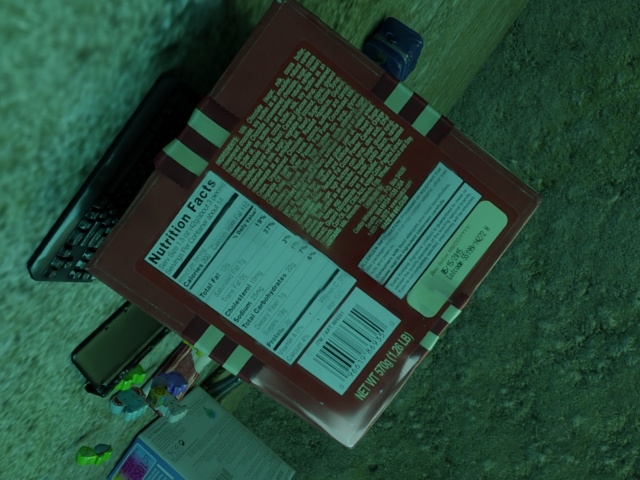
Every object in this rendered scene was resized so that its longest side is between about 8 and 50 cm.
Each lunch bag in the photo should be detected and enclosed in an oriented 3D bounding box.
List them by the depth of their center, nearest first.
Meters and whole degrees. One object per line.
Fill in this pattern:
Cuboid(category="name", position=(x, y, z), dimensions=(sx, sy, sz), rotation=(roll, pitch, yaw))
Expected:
Cuboid(category="lunch bag", position=(0.098, -0.259, 0.761), dimensions=(0.065, 0.067, 0.098), rotation=(-52, 172, -9))

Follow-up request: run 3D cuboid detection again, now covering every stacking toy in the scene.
Cuboid(category="stacking toy", position=(-0.265, 0.233, 0.827), dimensions=(0.221, 0.052, 0.167), rotation=(-14, 135, -60))

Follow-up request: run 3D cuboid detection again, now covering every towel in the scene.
Cuboid(category="towel", position=(-0.217, 0.197, 1.056), dimensions=(0.329, 0.037, 0.237), rotation=(-50, 171, -25))

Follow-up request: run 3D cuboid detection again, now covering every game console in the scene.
Cuboid(category="game console", position=(-0.237, 0.115, 0.636), dimensions=(0.107, 0.071, 0.122), rotation=(-13, -151, 52))

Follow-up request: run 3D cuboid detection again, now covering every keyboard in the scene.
Cuboid(category="keyboard", position=(-0.147, -0.041, 0.432), dimensions=(0.180, 0.023, 0.108), rotation=(-53, 173, 3))

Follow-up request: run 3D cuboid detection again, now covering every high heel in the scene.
Cuboid(category="high heel", position=(-0.280, 0.399, 1.537), dimensions=(0.186, 0.093, 0.261), rotation=(-34, -179, -3))

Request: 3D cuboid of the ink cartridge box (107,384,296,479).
Cuboid(category="ink cartridge box", position=(-0.232, 0.556, 1.224), dimensions=(0.151, 0.395, 0.270), rotation=(-55, 172, 17))

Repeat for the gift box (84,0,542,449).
Cuboid(category="gift box", position=(0.000, 0.000, 0.470), dimensions=(0.255, 0.276, 0.258), rotation=(-48, -172, 3))
